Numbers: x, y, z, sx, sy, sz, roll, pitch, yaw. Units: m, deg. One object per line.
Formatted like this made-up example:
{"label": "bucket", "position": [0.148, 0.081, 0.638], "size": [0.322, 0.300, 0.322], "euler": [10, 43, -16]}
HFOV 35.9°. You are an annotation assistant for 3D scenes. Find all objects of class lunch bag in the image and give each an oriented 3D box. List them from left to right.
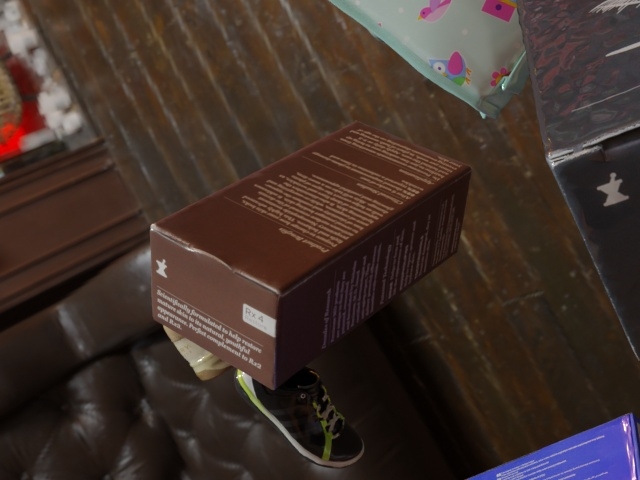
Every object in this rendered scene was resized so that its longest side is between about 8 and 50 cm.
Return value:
{"label": "lunch bag", "position": [0.131, -0.268, 0.911], "size": [0.262, 0.160, 0.223], "euler": [43, 109, 24]}

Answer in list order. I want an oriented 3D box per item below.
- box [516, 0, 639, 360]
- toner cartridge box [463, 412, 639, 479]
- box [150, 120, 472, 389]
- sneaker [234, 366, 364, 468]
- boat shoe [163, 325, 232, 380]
{"label": "box", "position": [0.171, -0.074, 0.407], "size": [0.153, 0.207, 0.108], "euler": [-19, 124, 21]}
{"label": "toner cartridge box", "position": [0.195, 0.317, 1.005], "size": [0.075, 0.165, 0.348], "euler": [40, 128, -25]}
{"label": "box", "position": [0.000, 0.000, 1.175], "size": [0.191, 0.381, 0.143], "euler": [26, 127, 30]}
{"label": "sneaker", "position": [-0.022, 0.238, 1.417], "size": [0.234, 0.084, 0.097], "euler": [38, 131, -9]}
{"label": "boat shoe", "position": [-0.060, 0.046, 1.356], "size": [0.110, 0.341, 0.121], "euler": [53, 157, -7]}
